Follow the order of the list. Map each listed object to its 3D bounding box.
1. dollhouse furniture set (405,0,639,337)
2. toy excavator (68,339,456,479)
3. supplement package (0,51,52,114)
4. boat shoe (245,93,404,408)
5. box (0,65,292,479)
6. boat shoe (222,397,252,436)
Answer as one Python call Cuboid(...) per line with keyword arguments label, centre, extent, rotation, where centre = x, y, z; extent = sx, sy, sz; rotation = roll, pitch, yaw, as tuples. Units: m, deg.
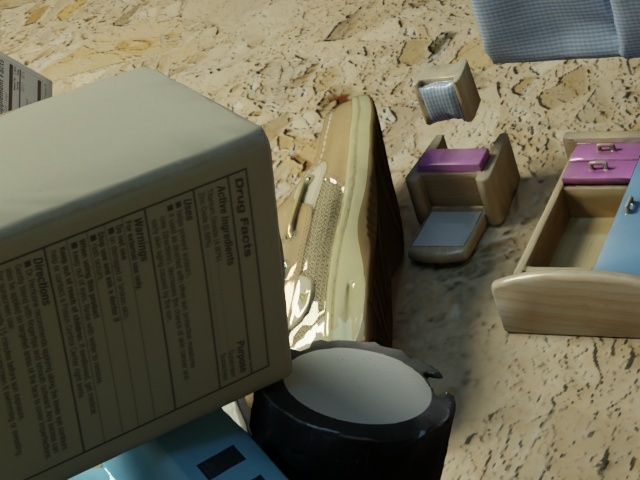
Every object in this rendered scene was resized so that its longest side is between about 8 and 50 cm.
Cuboid(label="dollhouse furniture set", centre=(0.149, -0.110, 1.129), extent=(0.286, 0.303, 0.198), rotation=(1, 38, 30))
Cuboid(label="toy excavator", centre=(-0.139, 0.191, 0.752), extent=(0.445, 0.222, 0.433), rotation=(-8, 30, -32))
Cuboid(label="supplement package", centre=(-0.346, -0.022, 1.298), extent=(0.204, 0.145, 0.262), rotation=(-34, 44, 29))
Cuboid(label="boat shoe", centre=(0.000, 0.000, 1.215), extent=(0.110, 0.121, 0.341), rotation=(-8, 37, 12))
Cuboid(label="box", centre=(-0.175, 0.040, 0.715), extent=(0.311, 0.148, 0.121), rotation=(-22, 34, -29))
Cuboid(label="boat shoe", centre=(-0.063, 0.129, 1.148), extent=(0.046, 0.038, 0.125), rotation=(-50, 27, 13))
